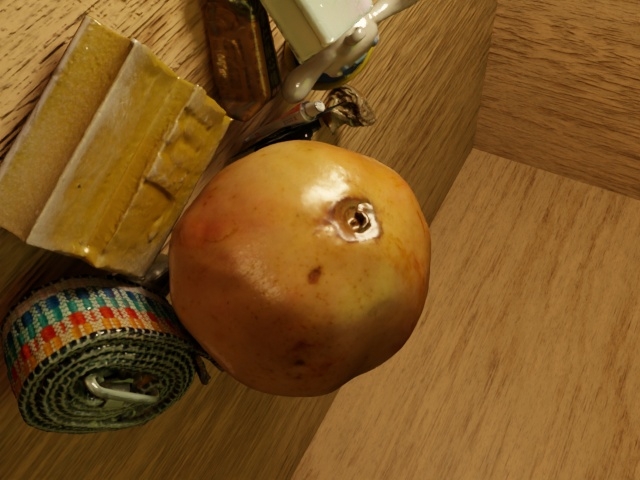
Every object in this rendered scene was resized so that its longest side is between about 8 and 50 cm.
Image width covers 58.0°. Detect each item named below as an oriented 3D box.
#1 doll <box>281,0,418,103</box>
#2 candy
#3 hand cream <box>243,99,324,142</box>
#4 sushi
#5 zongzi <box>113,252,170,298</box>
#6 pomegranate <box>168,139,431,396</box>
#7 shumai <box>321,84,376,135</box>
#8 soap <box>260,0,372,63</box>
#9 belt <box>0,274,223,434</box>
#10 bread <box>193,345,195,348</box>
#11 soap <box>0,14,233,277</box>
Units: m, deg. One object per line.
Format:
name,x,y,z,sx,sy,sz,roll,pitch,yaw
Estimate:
doll,0.044,-0.406,1.095,0.311,0.159,0.242,-34,-177,15
candy,-0.129,-0.333,0.950,0.143,0.101,0.271,-58,153,-46
hand cream,-0.069,-0.227,1.094,0.052,0.216,0.038,-14,94,-42
sushi,-0.053,-0.199,1.147,0.215,0.192,0.050,-44,113,-48
zongzi,-0.311,0.067,0.932,0.160,0.079,0.176,-58,155,-20
pomegranate,-0.036,0.045,0.898,0.411,0.412,0.411,-51,154,-37
shumai,0.059,-0.313,1.421,0.116,0.145,0.145,-49,160,3
soap,-0.040,-0.429,0.893,0.261,0.094,0.150,54,49,-20
belt,-0.300,0.180,0.837,0.207,0.160,0.295,-45,144,4
bread,-0.308,0.263,1.185,0.226,0.049,0.088,-51,154,-40
soap,-0.273,-0.109,0.776,0.281,0.143,0.259,-62,160,-2
